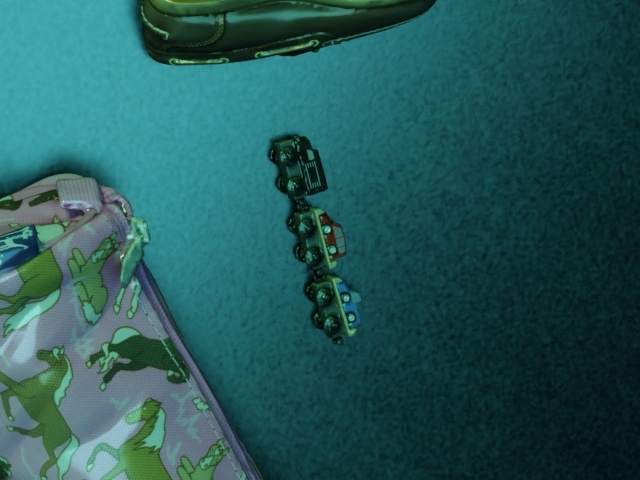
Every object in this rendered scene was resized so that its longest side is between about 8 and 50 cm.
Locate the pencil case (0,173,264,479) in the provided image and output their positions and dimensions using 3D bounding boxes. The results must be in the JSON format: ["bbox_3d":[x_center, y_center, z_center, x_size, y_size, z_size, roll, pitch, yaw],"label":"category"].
[{"bbox_3d":[-0.131,0.150,0.956,0.160,0.167,0.386,-40,111,-38],"label":"pencil case"}]

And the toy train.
[{"bbox_3d":[0.000,0.000,1.025,0.036,0.027,0.158,-20,105,-21],"label":"toy train"}]

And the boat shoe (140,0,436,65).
[{"bbox_3d":[-0.020,-0.161,0.970,0.207,0.073,0.073,-5,140,-10],"label":"boat shoe"}]
